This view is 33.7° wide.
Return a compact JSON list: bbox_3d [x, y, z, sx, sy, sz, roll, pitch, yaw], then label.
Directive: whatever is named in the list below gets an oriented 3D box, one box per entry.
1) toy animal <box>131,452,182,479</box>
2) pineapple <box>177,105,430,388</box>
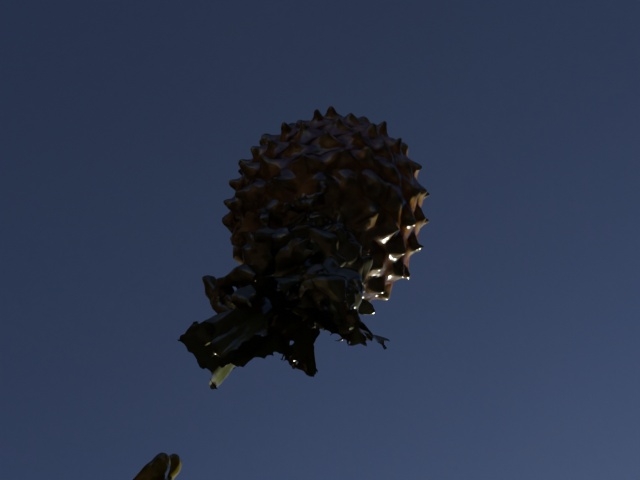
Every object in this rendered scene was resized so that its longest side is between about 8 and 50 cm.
[{"bbox_3d":[-0.057,0.336,0.940,0.363,0.181,0.180,34,-110,-4],"label":"toy animal"},{"bbox_3d":[0.000,0.000,0.775,0.175,0.361,0.175,1,-76,2],"label":"pineapple"}]
